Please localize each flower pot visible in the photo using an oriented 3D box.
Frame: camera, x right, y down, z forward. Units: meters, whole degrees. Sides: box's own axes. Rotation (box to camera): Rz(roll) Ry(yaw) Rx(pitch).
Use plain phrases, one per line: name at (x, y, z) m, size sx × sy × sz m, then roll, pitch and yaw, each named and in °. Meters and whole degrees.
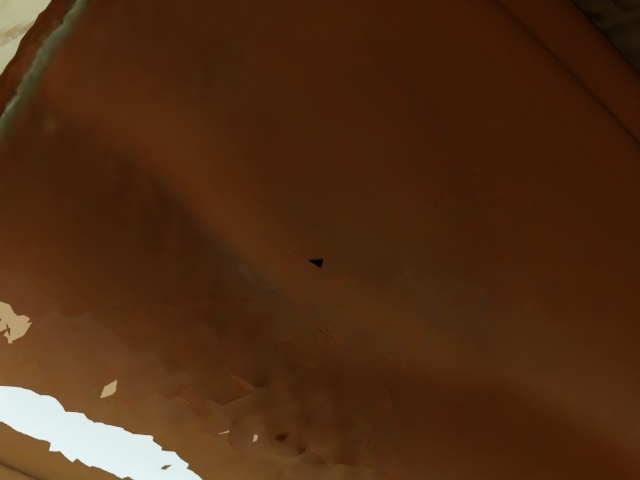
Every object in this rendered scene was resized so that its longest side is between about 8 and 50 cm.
flower pot at (0.000, 0.000, 0.409) m, size 0.173 × 0.190 × 0.190 m, roll 31°, pitch 153°, yaw -13°
